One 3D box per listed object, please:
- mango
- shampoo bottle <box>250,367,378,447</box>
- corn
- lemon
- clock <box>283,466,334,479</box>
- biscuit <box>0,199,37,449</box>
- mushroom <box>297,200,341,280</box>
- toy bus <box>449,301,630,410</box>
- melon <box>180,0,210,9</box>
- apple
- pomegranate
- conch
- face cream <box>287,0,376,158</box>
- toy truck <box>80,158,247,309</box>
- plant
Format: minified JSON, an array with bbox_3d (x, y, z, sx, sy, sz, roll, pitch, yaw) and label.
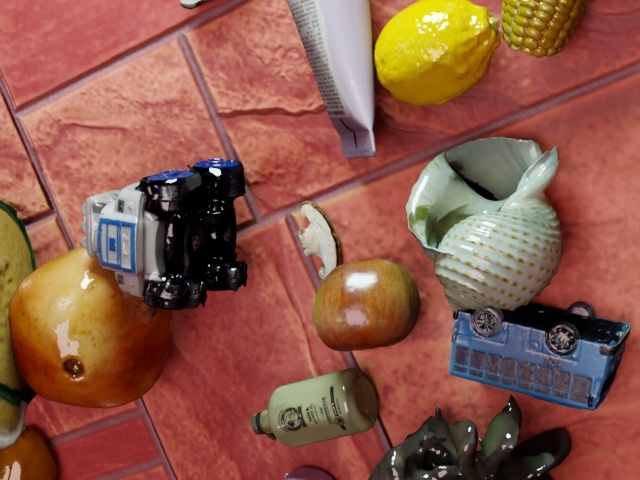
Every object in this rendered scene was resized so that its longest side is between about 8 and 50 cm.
[{"bbox_3d":[-0.423,0.344,1.822,0.105,0.084,0.159,26,112,11],"label":"mango"},{"bbox_3d":[-0.014,0.210,1.603,0.162,0.079,0.079,-17,95,27],"label":"shampoo bottle"},{"bbox_3d":[0.254,-0.337,1.333,0.106,0.106,0.305,24,114,17],"label":"corn"},{"bbox_3d":[0.126,-0.205,1.414,0.155,0.114,0.114,-21,94,39],"label":"lemon"},{"bbox_3d":[0.010,0.434,1.645,0.248,0.090,0.228,35,115,11],"label":"clock"},{"bbox_3d":[-0.413,0.108,1.663,0.057,0.287,0.344,-12,56,18],"label":"biscuit"},{"bbox_3d":[0.000,0.000,1.578,0.049,0.019,0.101,-14,94,26],"label":"mushroom"},{"bbox_3d":[0.243,0.121,1.459,0.184,0.090,0.106,13,109,23],"label":"toy bus"},{"bbox_3d":[-0.110,-0.349,1.525,0.098,0.054,0.182,24,111,24],"label":"melon"},{"bbox_3d":[0.051,0.075,1.517,0.126,0.126,0.102,-11,82,26],"label":"apple"},{"bbox_3d":[-0.288,0.114,1.638,0.209,0.209,0.209,6,105,23],"label":"pomegranate"},{"bbox_3d":[0.190,-0.009,1.428,0.172,0.200,0.131,27,152,34],"label":"conch"},{"bbox_3d":[0.018,-0.226,1.461,0.096,0.154,0.274,-12,96,-13],"label":"face cream"},{"bbox_3d":[-0.189,-0.017,1.554,0.177,0.213,0.161,9,105,27],"label":"toy truck"},{"bbox_3d":[0.154,0.291,1.483,0.188,0.199,0.276,49,115,12],"label":"plant"}]
